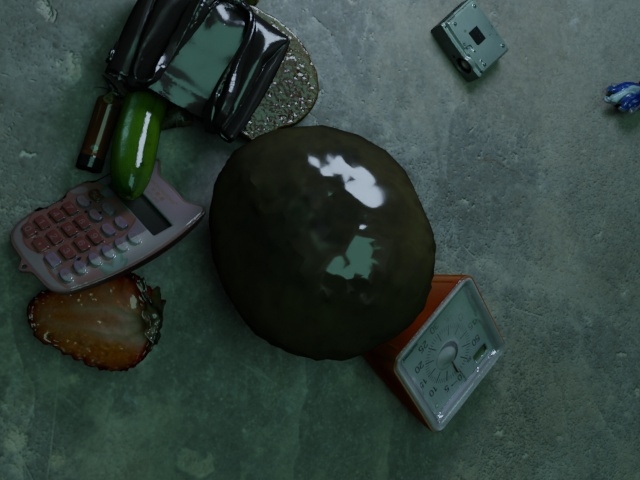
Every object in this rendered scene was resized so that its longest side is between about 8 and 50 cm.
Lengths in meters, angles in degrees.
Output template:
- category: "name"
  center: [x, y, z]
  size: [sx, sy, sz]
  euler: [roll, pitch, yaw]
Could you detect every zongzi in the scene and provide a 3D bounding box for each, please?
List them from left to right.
- category: "zongzi"
  center: [-0.291, -0.250, 1.686]
  size: [0.083, 0.040, 0.076]
  euler: [-13, 85, -6]

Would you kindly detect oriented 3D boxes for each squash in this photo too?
- category: "squash"
  center: [-0.332, -0.202, 1.614]
  size: [0.082, 0.082, 0.293]
  euler: [18, 61, -22]

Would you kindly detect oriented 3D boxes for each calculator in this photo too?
- category: "calculator"
  center: [-0.383, -0.021, 1.560]
  size: [0.329, 0.048, 0.220]
  euler: [-30, 60, -28]

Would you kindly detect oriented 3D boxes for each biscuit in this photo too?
- category: "biscuit"
  center: [-0.140, -0.327, 1.743]
  size: [0.273, 0.049, 0.257]
  euler: [47, 73, -10]

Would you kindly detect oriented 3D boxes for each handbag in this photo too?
- category: "handbag"
  center: [-0.223, -0.339, 1.617]
  size: [0.285, 0.113, 0.257]
  euler: [29, 69, -16]

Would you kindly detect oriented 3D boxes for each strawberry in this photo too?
- category: "strawberry"
  center: [-0.397, 0.132, 1.586]
  size: [0.236, 0.111, 0.190]
  euler: [5, 96, 0]

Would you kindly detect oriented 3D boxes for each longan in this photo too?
- category: "longan"
  center: [0.008, 0.003, 1.627]
  size: [0.403, 0.404, 0.436]
  euler: [-20, 69, -23]

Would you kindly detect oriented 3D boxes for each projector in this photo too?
- category: "projector"
  center: [0.334, -0.445, 1.954]
  size: [0.115, 0.061, 0.147]
  euler: [-43, 103, -18]

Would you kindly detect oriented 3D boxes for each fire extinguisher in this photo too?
- category: "fire extinguisher"
  center: [-0.405, -0.214, 1.620]
  size: [0.062, 0.050, 0.177]
  euler: [20, 79, -29]

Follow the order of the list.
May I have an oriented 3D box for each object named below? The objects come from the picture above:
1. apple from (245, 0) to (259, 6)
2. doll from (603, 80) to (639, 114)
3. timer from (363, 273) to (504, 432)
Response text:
- category: "apple"
  center: [-0.125, -0.622, 1.727]
  size: [0.193, 0.120, 0.265]
  euler: [36, 72, -24]
- category: "doll"
  center: [0.759, -0.348, 2.134]
  size: [0.195, 0.070, 0.096]
  euler: [-11, 62, -26]
- category: "timer"
  center: [0.246, 0.231, 1.829]
  size: [0.257, 0.161, 0.250]
  euler: [-47, 114, -19]
